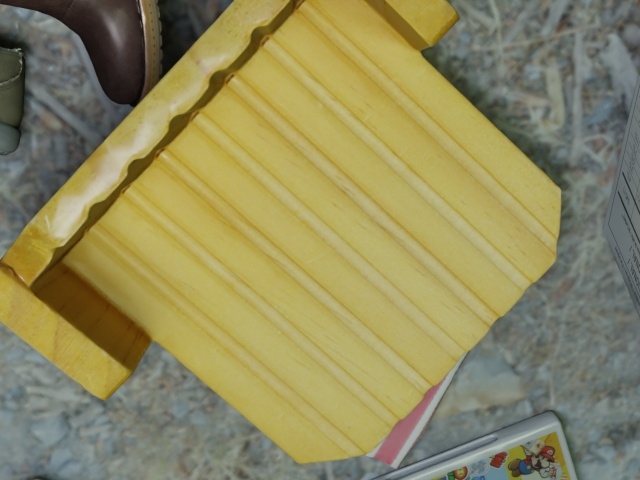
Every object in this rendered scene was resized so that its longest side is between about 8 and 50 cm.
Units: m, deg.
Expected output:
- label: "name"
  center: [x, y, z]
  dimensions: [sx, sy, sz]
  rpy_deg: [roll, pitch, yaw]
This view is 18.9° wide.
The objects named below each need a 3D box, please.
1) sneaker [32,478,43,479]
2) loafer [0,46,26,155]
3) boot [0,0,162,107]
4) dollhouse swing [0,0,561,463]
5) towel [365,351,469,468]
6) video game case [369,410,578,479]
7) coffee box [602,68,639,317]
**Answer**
- label: "sneaker"
  center: [-0.278, 0.249, 1.492]
  dimensions: [0.293, 0.108, 0.169]
  rpy_deg: [17, 107, -29]
- label: "loafer"
  center: [-0.313, -0.142, 1.329]
  dimensions: [0.251, 0.094, 0.087]
  rpy_deg: [26, 80, -31]
- label: "boot"
  center: [-0.229, -0.185, 1.300]
  dimensions: [0.207, 0.090, 0.248]
  rpy_deg: [-21, 102, -20]
- label: "dollhouse swing"
  center: [0.000, 0.000, 1.339]
  dimensions: [0.305, 0.315, 0.347]
  rpy_deg: [44, 93, -4]
- label: "towel"
  center: [0.017, 0.086, 1.526]
  dimensions: [0.197, 0.029, 0.144]
  rpy_deg: [27, 102, -22]
- label: "video game case"
  center: [0.133, 0.276, 1.634]
  dimensions: [0.206, 0.026, 0.227]
  rpy_deg: [-21, 115, -3]
- label: "coffee box"
  center: [0.428, -0.023, 1.354]
  dimensions: [0.338, 0.338, 0.334]
  rpy_deg: [-5, 134, -10]
